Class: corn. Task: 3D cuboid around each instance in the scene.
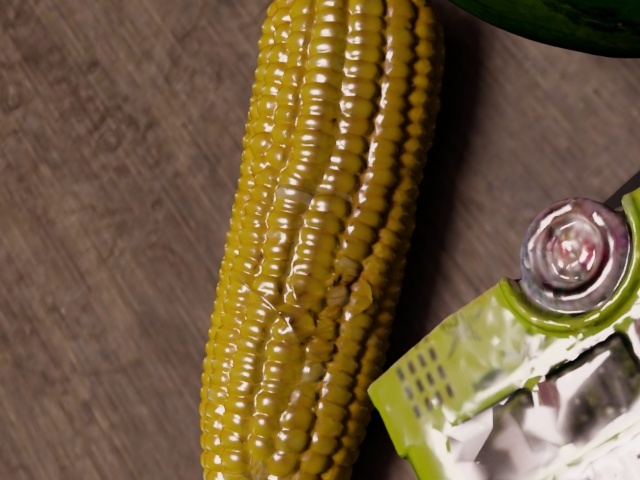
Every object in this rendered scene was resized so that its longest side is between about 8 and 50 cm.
[{"bbox_3d":[0.000,0.000,0.717,0.080,0.080,0.231,4,79,34],"label":"corn"}]

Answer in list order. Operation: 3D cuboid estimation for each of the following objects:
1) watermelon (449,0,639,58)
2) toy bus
[{"bbox_3d":[0.110,-0.179,0.598,0.242,0.242,0.242,-10,71,31],"label":"watermelon"},{"bbox_3d":[0.170,0.020,0.583,0.301,0.113,0.139,-36,60,24],"label":"toy bus"}]
